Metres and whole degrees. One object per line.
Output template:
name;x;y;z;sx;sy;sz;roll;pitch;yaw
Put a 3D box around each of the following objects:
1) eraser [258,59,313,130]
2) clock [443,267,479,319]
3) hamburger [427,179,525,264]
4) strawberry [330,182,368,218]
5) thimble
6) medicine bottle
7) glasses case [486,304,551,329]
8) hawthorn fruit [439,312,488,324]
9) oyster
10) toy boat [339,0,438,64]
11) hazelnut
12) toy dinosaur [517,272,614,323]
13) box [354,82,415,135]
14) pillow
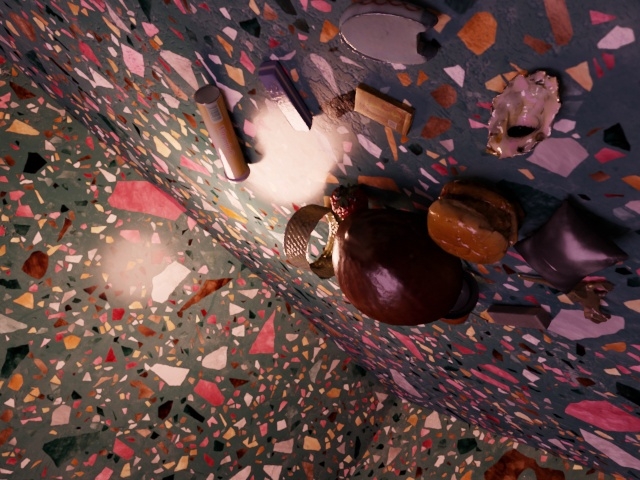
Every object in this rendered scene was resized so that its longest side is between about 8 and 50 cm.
eraser;-0.099;-0.415;1.406;0.082;0.036;0.225;16;152;47
clock;0.438;0.174;1.628;0.185;0.184;0.040;27;-176;23
hamburger;0.391;-0.040;1.257;0.245;0.163;0.244;29;159;13
strawberry;0.098;-0.118;1.614;0.131;0.131;0.148;26;149;25
thimble;0.000;0.000;1.817;0.150;0.270;0.270;19;153;43
medicine bottle;-0.355;-0.383;1.795;0.108;0.108;0.426;29;156;20
glasses case;0.661;0.252;1.622;0.071;0.047;0.205;48;157;-16
hawthorn fruit;0.512;0.239;1.763;0.286;0.165;0.165;22;173;-41
oyster;0.405;-0.241;0.955;0.133;0.072;0.209;31;140;32
toy boat;0.138;-0.429;0.977;0.208;0.078;0.134;15;160;21
hazelnut;0.221;0.070;1.479;0.420;0.353;0.421;52;179;1
toy dinosaur;0.686;0.147;1.333;0.252;0.072;0.199;23;165;11
box;0.158;-0.326;1.210;0.156;0.022;0.089;30;160;15
pillow;0.587;0.024;1.164;0.186;0.106;0.249;47;159;15
